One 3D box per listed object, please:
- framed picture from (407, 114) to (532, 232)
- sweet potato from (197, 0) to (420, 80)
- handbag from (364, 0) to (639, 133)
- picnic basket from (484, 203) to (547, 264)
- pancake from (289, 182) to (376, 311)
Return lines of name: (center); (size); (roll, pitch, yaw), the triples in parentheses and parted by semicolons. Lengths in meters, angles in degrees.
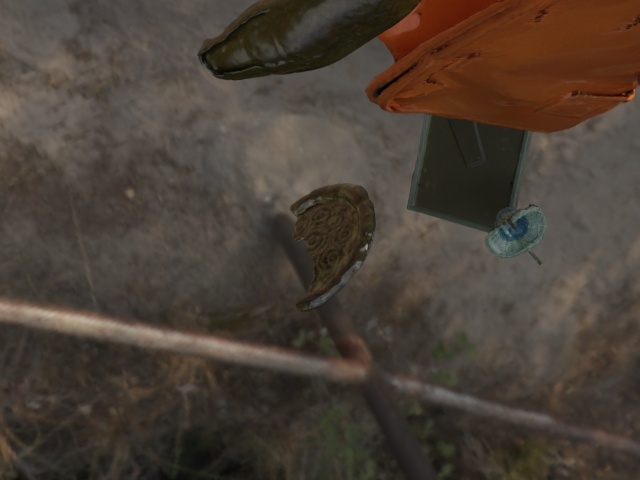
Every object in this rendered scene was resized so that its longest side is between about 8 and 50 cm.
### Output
framed picture: (0.229, -0.145, 1.621); (0.016, 0.184, 0.249); (-5, 108, -54)
sweet potato: (0.011, -0.215, 0.914); (0.286, 0.112, 0.085); (-29, -171, 36)
handbag: (0.253, -0.207, 0.995); (0.304, 0.116, 0.410); (6, 166, -31)
picnic basket: (0.244, -0.010, 1.342); (0.083, 0.083, 0.065); (-31, 125, 7)
pancake: (0.000, 0.000, 1.454); (0.020, 0.190, 0.184); (36, 90, -38)
